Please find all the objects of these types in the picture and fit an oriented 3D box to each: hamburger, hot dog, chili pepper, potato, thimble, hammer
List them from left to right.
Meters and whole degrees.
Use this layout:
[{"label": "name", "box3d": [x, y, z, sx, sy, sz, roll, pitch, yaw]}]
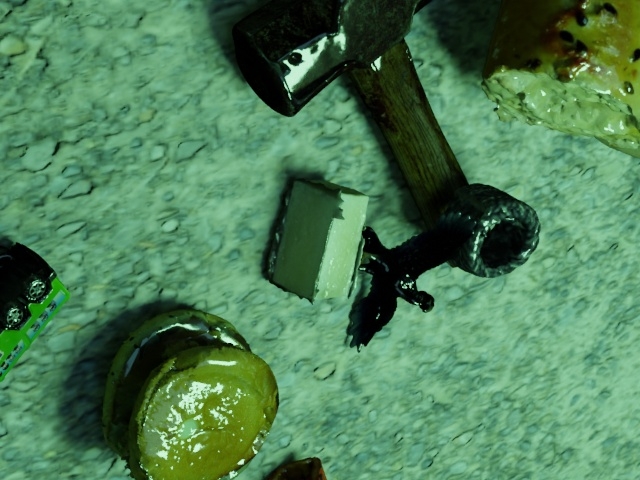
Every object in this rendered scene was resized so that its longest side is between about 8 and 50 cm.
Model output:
[{"label": "hamburger", "box3d": [-0.134, 0.166, 1.510, 0.177, 0.113, 0.185, -34, 132, -26]}, {"label": "chili pepper", "box3d": [-0.001, 0.316, 1.689, 0.088, 0.065, 0.169, -33, 130, -1]}, {"label": "potato", "box3d": [0.000, -0.002, 1.551, 0.061, 0.086, 0.122, 0, 107, -48]}, {"label": "hammer", "box3d": [0.084, -0.123, 1.569, 0.242, 0.095, 0.408, -41, 131, -15]}, {"label": "thimble", "box3d": [0.178, -0.007, 1.607, 0.104, 0.066, 0.095, 27, 93, -46]}, {"label": "hot dog", "box3d": [0.374, -0.279, 1.557, 0.367, 0.196, 0.365, 13, 83, -8]}]

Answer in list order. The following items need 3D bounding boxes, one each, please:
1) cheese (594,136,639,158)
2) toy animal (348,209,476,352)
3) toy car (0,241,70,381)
[{"label": "cheese", "box3d": [0.407, -0.183, 1.737, 0.218, 0.117, 0.235, -49, 124, -7]}, {"label": "toy animal", "box3d": [0.077, 0.035, 1.597, 0.108, 0.062, 0.220, 30, 125, -10]}, {"label": "toy car", "box3d": [-0.301, 0.083, 1.382, 0.165, 0.071, 0.062, -52, 142, -7]}]
